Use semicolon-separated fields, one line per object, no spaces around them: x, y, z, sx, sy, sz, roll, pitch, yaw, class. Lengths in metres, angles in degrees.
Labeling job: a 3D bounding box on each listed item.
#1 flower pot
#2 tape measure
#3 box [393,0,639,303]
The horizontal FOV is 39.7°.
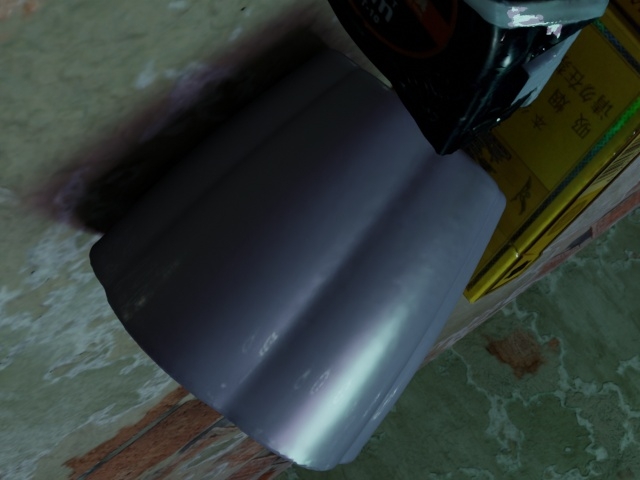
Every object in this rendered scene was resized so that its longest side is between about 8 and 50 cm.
0.000;0.000;0.689;0.243;0.265;0.265;-50;161;4;flower pot
0.068;-0.161;0.466;0.107;0.182;0.181;-32;173;-21;tape measure
0.165;-0.106;0.756;0.084;0.193;0.301;-22;158;-34;box
